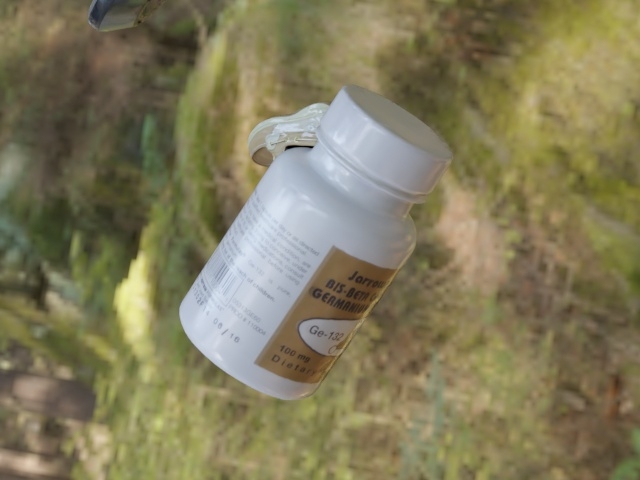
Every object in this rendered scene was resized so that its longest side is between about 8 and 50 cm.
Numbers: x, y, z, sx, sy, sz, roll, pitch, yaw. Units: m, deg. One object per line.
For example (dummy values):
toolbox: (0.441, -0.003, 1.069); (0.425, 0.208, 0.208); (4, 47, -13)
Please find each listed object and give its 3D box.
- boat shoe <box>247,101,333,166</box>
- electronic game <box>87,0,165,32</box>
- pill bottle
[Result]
boat shoe: (-0.021, -0.081, 1.414); (0.135, 0.050, 0.045); (-21, 58, 55)
electronic game: (-0.096, -0.247, 1.256); (0.229, 0.048, 0.229); (-49, 4, 5)
pill bottle: (0.000, 0.000, 1.301); (0.229, 0.131, 0.131); (-56, 3, 17)
